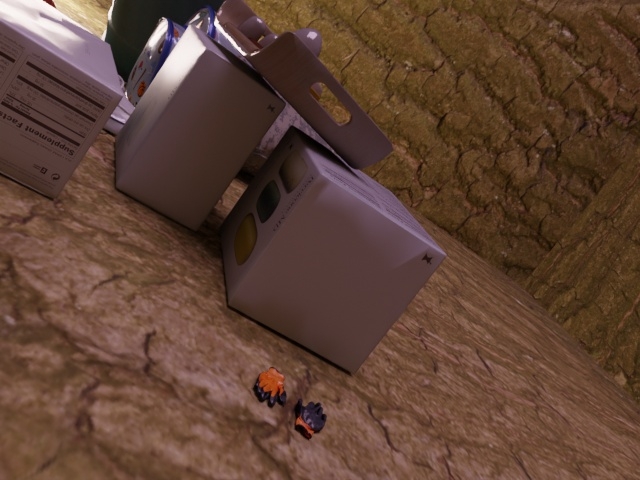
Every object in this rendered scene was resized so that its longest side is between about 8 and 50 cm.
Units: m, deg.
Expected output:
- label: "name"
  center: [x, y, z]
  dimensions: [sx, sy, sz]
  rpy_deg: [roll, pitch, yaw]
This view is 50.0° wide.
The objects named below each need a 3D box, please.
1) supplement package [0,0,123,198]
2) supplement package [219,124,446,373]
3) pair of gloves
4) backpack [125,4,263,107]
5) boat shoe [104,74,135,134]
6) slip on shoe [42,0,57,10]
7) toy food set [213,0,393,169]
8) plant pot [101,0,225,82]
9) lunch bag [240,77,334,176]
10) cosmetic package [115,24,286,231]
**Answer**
- label: "supplement package"
  center: [-0.363, -0.199, 0.796]
  dimensions: [0.204, 0.145, 0.262]
  rpy_deg: [30, 12, -30]
- label: "supplement package"
  center: [0.000, 0.000, 0.938]
  dimensions: [0.198, 0.199, 0.263]
  rpy_deg: [32, 13, -21]
- label: "pair of gloves"
  center: [-0.029, 0.161, 0.692]
  dimensions: [0.083, 0.010, 0.074]
  rpy_deg: [38, 11, 4]
- label: "backpack"
  center: [-0.239, -0.309, 1.301]
  dimensions: [0.213, 0.263, 0.276]
  rpy_deg: [28, 15, -36]
- label: "boat shoe"
  center: [-0.366, -0.247, 1.127]
  dimensions: [0.258, 0.084, 0.095]
  rpy_deg: [30, 13, -27]
- label: "slip on shoe"
  center: [-0.611, -0.494, 1.380]
  dimensions: [0.331, 0.123, 0.101]
  rpy_deg: [39, -25, 42]
- label: "toy food set"
  center: [-0.026, -0.242, 0.980]
  dimensions: [0.219, 0.092, 0.306]
  rpy_deg: [42, 8, -32]
- label: "plant pot"
  center: [-0.315, -0.557, 1.538]
  dimensions: [0.341, 0.334, 0.341]
  rpy_deg: [10, 48, -11]
- label: "lunch bag"
  center: [-0.115, -0.235, 1.560]
  dimensions: [0.305, 0.212, 0.256]
  rpy_deg: [22, 35, -49]
- label: "cosmetic package"
  center: [-0.187, -0.172, 1.008]
  dimensions: [0.138, 0.224, 0.225]
  rpy_deg: [31, 12, -28]
